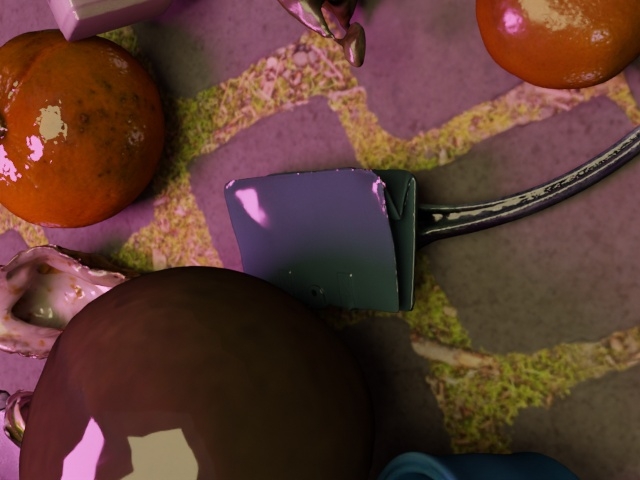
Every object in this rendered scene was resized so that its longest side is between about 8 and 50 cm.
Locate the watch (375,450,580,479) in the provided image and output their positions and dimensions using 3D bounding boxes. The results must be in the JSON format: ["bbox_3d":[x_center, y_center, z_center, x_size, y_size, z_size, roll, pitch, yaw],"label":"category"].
[{"bbox_3d":[0.128,0.314,0.728,0.305,0.241,0.275,-158,73,-65],"label":"watch"}]

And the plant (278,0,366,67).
[{"bbox_3d":[-0.092,-0.321,0.768,0.333,0.180,0.251,16,137,19],"label":"plant"}]

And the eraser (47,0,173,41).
[{"bbox_3d":[-0.261,-0.362,0.845,0.081,0.124,0.279,-14,100,64],"label":"eraser"}]

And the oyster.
[{"bbox_3d":[-0.320,0.086,0.990,0.341,0.110,0.167,-9,95,25],"label":"oyster"}]

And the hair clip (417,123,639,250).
[{"bbox_3d":[0.181,-0.043,0.764,0.275,0.048,0.083,-17,76,22],"label":"hair clip"}]

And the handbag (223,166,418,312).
[{"bbox_3d":[0.000,0.000,0.820,0.221,0.057,0.144,0,98,43],"label":"handbag"}]

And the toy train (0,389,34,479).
[{"bbox_3d":[-0.293,0.273,0.949,0.134,0.177,0.261,-45,75,22],"label":"toy train"}]

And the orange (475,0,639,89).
[{"bbox_3d":[0.210,-0.205,0.689,0.156,0.124,0.156,0,89,10],"label":"orange"}]

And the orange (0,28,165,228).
[{"bbox_3d":[-0.295,-0.128,0.924,0.240,0.171,0.240,2,94,26],"label":"orange"}]

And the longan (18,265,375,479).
[{"bbox_3d":[-0.105,0.193,0.746,0.360,0.361,0.361,2,95,27],"label":"longan"}]
